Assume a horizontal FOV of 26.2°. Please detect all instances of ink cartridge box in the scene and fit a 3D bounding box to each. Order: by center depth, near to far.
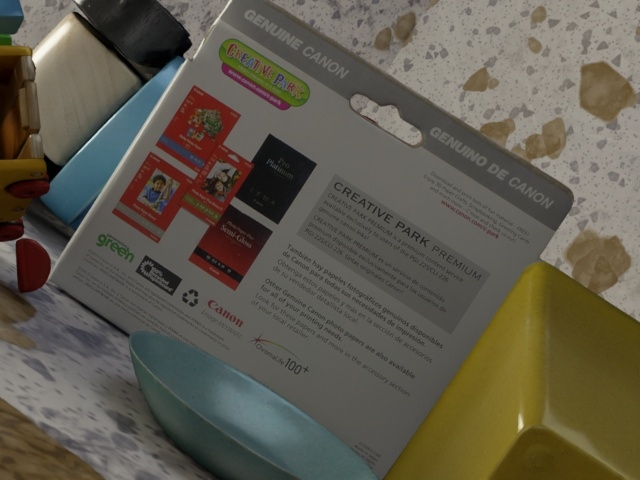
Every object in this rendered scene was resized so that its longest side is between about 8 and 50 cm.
[{"bbox_3d":[0.000,0.000,1.071,0.309,0.271,0.130,34,4,6],"label":"ink cartridge box"}]

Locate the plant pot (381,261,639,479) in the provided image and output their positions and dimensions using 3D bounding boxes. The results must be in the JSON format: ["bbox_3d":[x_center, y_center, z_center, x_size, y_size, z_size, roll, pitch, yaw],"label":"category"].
[{"bbox_3d":[0.154,0.170,0.822,0.212,0.212,0.187,33,16,4],"label":"plant pot"}]

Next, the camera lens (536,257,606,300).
[{"bbox_3d":[0.226,0.115,1.769,0.274,0.219,0.219,32,4,-11],"label":"camera lens"}]

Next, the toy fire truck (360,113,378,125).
[{"bbox_3d":[-0.076,-0.060,1.707,0.254,0.169,0.302,12,-22,-24],"label":"toy fire truck"}]

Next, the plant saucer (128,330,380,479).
[{"bbox_3d":[-0.048,0.125,0.874,0.195,0.037,0.195,33,4,-3],"label":"plant saucer"}]

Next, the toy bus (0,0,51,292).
[{"bbox_3d":[-0.257,-0.061,0.969,0.104,0.202,0.191,-3,28,-24],"label":"toy bus"}]

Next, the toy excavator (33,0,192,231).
[{"bbox_3d":[-0.123,-0.038,1.389,0.445,0.222,0.433,46,2,-6],"label":"toy excavator"}]
